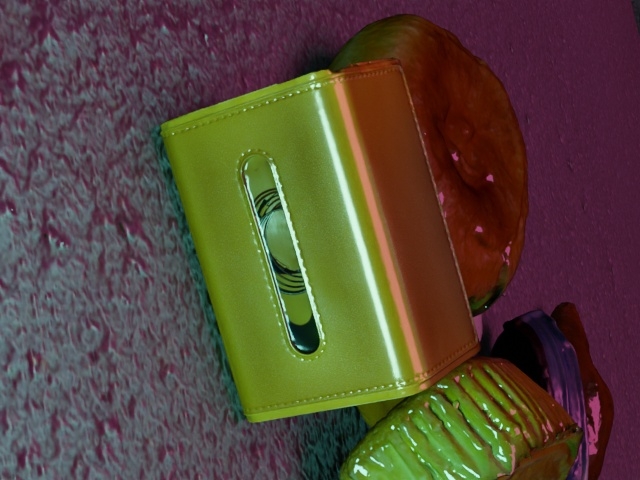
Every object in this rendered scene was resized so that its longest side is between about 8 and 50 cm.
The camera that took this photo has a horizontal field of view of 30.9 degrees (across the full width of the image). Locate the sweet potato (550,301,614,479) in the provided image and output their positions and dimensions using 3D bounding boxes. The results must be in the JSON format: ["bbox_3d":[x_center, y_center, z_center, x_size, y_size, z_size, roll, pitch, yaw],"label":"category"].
[{"bbox_3d":[0.373,0.244,1.693,0.112,0.112,0.359,35,51,-52],"label":"sweet potato"}]

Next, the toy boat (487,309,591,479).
[{"bbox_3d":[0.293,0.236,1.515,0.142,0.129,0.309,20,60,-41],"label":"toy boat"}]

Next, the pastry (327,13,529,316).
[{"bbox_3d":[0.114,-0.077,1.303,0.356,0.163,0.356,22,62,-51],"label":"pastry"}]

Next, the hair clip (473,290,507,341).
[{"bbox_3d":[0.184,0.080,1.481,0.172,0.049,0.116,-30,99,-57],"label":"hair clip"}]

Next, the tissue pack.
[{"bbox_3d":[0.000,0.000,1.013,0.145,0.194,0.275,-24,98,-62],"label":"tissue pack"}]

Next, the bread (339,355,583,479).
[{"bbox_3d":[0.132,0.225,1.132,0.142,0.227,0.253,50,23,27],"label":"bread"}]

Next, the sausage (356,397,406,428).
[{"bbox_3d":[0.050,0.092,1.171,0.238,0.098,0.098,64,30,-24],"label":"sausage"}]
